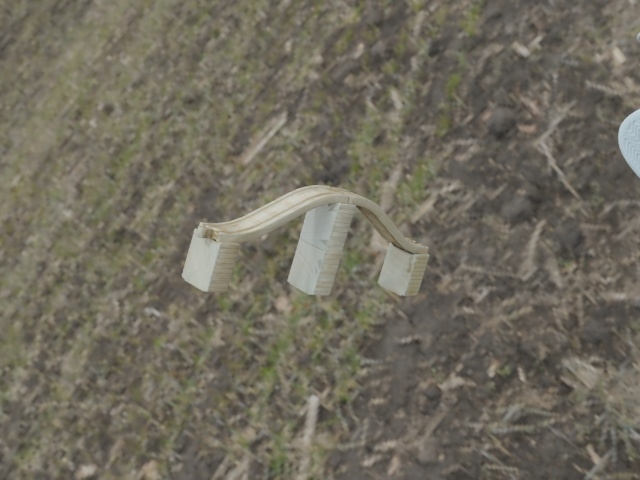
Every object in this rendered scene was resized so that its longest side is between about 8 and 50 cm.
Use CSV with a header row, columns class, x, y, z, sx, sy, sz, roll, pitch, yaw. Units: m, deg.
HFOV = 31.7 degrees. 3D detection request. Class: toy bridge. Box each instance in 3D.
class,x,y,z,sx,sy,sz,roll,pitch,yaw
toy bridge,0.000,0.000,0.666,0.026,0.188,0.063,27,105,41

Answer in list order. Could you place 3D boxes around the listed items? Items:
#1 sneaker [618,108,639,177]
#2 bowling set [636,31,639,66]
class,x,y,z,sx,sy,sz,roll,pitch,yaw
sneaker,0.451,-0.044,1.192,0.169,0.292,0.108,-35,1,-43
bowling set,0.388,-0.306,1.033,0.287,0.154,0.199,-23,69,-2
